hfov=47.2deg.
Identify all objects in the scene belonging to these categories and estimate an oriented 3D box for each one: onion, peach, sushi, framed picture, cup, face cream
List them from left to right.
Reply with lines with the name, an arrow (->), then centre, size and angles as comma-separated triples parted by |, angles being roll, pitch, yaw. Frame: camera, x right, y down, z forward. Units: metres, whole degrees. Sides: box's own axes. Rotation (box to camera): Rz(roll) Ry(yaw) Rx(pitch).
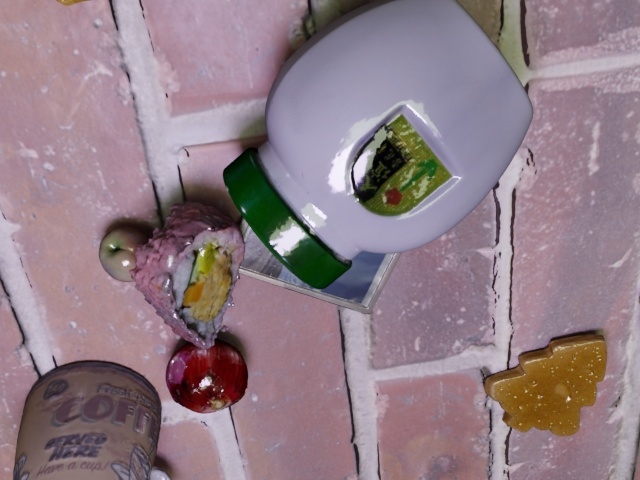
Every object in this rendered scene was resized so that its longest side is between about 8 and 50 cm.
cup -> -0.345, 0.381, 1.148 | 0.227, 0.257, 0.301 | -34, 120, 14
peach -> -0.277, 0.020, 1.057 | 0.083, 0.083, 0.083 | -3, 119, -6
sushi -> -0.176, 0.045, 1.053 | 0.161, 0.108, 0.241 | -52, 152, -19
onion -> -0.177, 0.212, 1.156 | 0.131, 0.131, 0.131 | -3, 119, -6
framed picture -> 0.000, 0.000, 1.120 | 0.260, 0.023, 0.189 | 19, 112, -17
face cream -> 0.072, -0.124, 0.942 | 0.357, 0.219, 0.312 | -39, 117, 10

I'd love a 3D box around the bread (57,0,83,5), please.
bread -> -0.296, -0.349, 0.864 | 0.074, 0.053, 0.132 | -9, 121, -3

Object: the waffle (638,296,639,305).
waffle -> 0.684, 0.121, 1.265 | 0.291, 0.051, 0.291 | -2, 120, -4

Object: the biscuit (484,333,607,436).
biscuit -> 0.417, 0.251, 1.305 | 0.212, 0.041, 0.238 | 32, 110, -16
